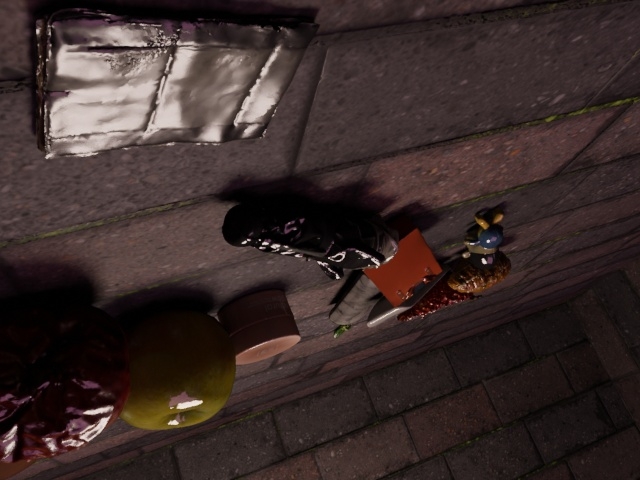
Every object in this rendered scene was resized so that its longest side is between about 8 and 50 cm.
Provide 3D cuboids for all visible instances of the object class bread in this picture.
[{"bbox_3d":[0.419,0.069,1.464,0.233,0.105,0.076,-15,165,-36],"label":"bread"}]

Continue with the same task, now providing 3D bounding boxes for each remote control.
[{"bbox_3d":[0.209,0.118,1.365,0.109,0.055,0.313,-36,175,34],"label":"remote control"}]

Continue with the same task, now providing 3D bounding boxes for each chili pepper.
[{"bbox_3d":[0.065,0.263,1.702,0.030,0.034,0.091,22,145,-14],"label":"chili pepper"}]

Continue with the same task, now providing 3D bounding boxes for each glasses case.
[{"bbox_3d":[0.104,0.117,1.320,0.114,0.060,0.299,-20,160,-23],"label":"glasses case"}]

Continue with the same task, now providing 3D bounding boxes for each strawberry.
[{"bbox_3d":[0.299,0.141,1.512,0.208,0.087,0.167,-23,-171,-17],"label":"strawberry"}]

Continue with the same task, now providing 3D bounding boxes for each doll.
[{"bbox_3d":[0.362,-0.003,1.271,0.102,0.089,0.179,-18,136,-13],"label":"doll"}]

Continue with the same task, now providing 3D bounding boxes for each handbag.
[{"bbox_3d":[0.152,0.044,1.103,0.127,0.063,0.190,-39,141,3],"label":"handbag"}]

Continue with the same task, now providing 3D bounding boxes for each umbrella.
[{"bbox_3d":[-0.003,0.005,0.872,0.113,0.106,0.357,-31,158,31],"label":"umbrella"}]

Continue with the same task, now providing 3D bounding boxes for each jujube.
[{"bbox_3d":[-0.387,0.197,0.803,0.232,0.213,0.213,-5,155,-21],"label":"jujube"}]

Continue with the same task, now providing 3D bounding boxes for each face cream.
[{"bbox_3d":[-0.126,0.178,1.176,0.149,0.104,0.149,-19,160,-7],"label":"face cream"}]

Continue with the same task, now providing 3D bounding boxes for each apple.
[{"bbox_3d":[-0.273,0.238,1.050,0.261,0.194,0.261,-15,153,-8],"label":"apple"}]

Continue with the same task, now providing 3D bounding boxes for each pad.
[{"bbox_3d":[-0.129,-0.134,0.516,0.233,0.022,0.174,-10,156,-32],"label":"pad"}]

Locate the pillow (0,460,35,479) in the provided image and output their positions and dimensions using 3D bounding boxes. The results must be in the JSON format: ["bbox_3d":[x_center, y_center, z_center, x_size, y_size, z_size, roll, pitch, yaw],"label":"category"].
[{"bbox_3d":[-0.580,0.339,1.001,0.308,0.108,0.305,-39,151,8],"label":"pillow"}]
